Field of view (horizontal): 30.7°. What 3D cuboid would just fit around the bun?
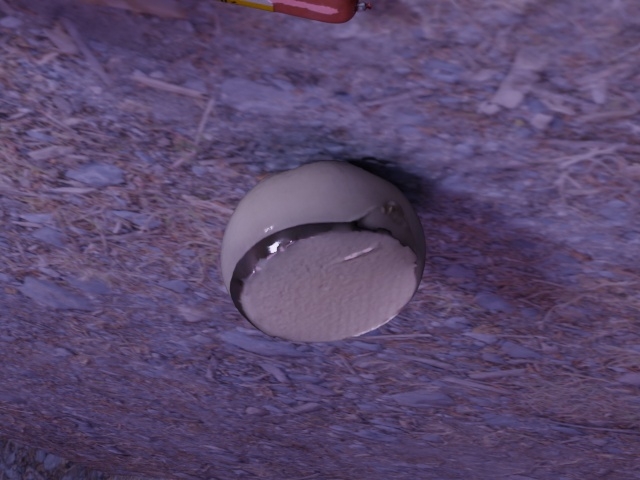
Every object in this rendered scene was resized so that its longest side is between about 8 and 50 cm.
[{"bbox_3d":[0.000,0.000,0.984,0.173,0.120,0.173,-5,139,-5],"label":"bun"}]

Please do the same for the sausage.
[{"bbox_3d":[-0.077,-0.167,0.729,0.223,0.029,0.029,12,159,3],"label":"sausage"}]
